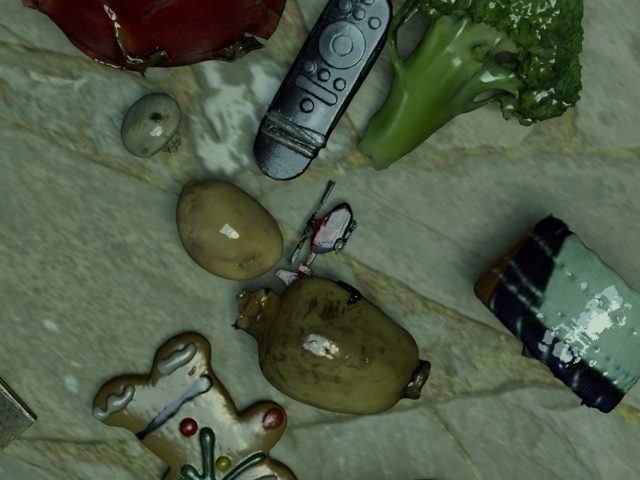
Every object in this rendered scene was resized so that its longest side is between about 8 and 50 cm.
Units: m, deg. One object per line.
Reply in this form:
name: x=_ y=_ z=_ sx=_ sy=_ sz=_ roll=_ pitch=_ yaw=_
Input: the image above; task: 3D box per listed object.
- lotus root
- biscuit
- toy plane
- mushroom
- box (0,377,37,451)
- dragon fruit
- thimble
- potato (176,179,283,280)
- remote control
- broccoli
lotus root: x=0.018 y=0.130 z=1.409 sx=0.257 sy=0.140 sz=0.154 roll=21 pitch=103 yaw=-14
biscuit: x=-0.137 y=0.265 z=1.463 sx=0.197 sy=0.049 sz=0.301 roll=-38 pitch=99 yaw=4
toy plane: x=0.000 y=0.000 z=1.441 sx=0.060 sy=0.037 sz=0.145 roll=32 pitch=93 yaw=-4
mushroom: x=-0.198 y=-0.135 z=1.396 sx=0.079 sy=0.085 sz=0.085 roll=36 pitch=94 yaw=-37
box: x=-0.438 y=0.237 z=1.448 sx=0.133 sy=0.023 sz=0.090 roll=-42 pitch=97 yaw=2
dragon fruit: x=-0.196 y=-0.306 z=1.294 sx=0.315 sy=0.250 sz=0.250 roll=39 pitch=93 yaw=-11
thimble: x=0.310 y=0.093 z=1.389 sx=0.237 sy=0.237 sz=0.150 roll=43 pitch=96 yaw=-8
potato: x=-0.112 y=-0.014 z=1.398 sx=0.147 sy=0.112 sz=0.112 roll=36 pitch=94 yaw=-15
remote control: x=0.004 y=-0.194 z=1.409 sx=0.090 sy=0.066 sz=0.266 roll=32 pitch=99 yaw=7
broccoli: x=0.196 y=-0.239 z=1.380 sx=0.254 sy=0.186 sz=0.302 roll=7 pitch=140 yaw=-8
